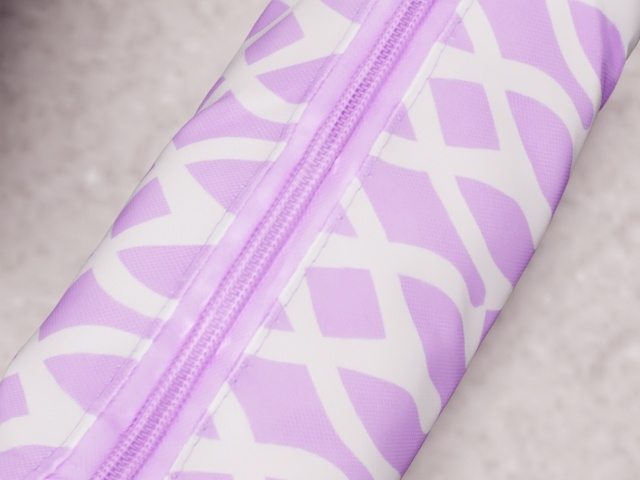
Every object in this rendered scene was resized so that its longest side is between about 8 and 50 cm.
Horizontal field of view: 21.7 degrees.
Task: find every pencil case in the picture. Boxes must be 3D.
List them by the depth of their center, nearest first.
[{"bbox_3d":[0.000,0.000,0.366,0.086,0.088,0.206,29,68,4],"label":"pencil case"}]
